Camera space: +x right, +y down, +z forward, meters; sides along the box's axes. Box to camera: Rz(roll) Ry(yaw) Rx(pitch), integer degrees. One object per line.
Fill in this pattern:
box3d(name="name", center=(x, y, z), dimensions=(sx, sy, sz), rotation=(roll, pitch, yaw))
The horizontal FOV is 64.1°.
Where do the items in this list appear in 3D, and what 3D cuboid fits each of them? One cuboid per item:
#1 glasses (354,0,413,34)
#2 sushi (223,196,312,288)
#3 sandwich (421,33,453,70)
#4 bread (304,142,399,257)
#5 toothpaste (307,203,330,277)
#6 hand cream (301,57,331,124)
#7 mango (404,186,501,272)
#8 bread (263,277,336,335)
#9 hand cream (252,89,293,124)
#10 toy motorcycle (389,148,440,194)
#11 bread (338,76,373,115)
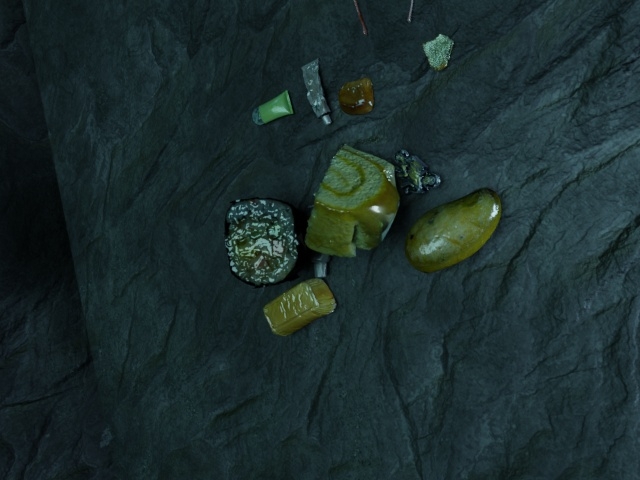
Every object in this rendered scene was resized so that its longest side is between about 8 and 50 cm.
box3d(name="glasses", center=(0.206, -0.850, 1.714), dimensions=(0.234, 0.118, 0.268), rotation=(-3, 113, 31))
box3d(name="sushi", center=(-0.166, 0.003, 1.896), dimensions=(0.329, 0.285, 0.327), rotation=(-12, 84, 19))
box3d(name="sandwich", center=(0.380, -0.596, 1.621), dimensions=(0.093, 0.036, 0.104), rotation=(-20, 84, 32))
box3d(name="bread", center=(0.129, -0.135, 1.680), dimensions=(0.264, 0.395, 0.239), rotation=(17, 135, 10))
box3d(name="toothpaste", center=(-0.002, 0.000, 1.914), dimensions=(0.099, 0.068, 0.282), rotation=(0, 84, 3))
box3d(name="hand cream", center=(-0.012, -0.542, 1.877), dimensions=(0.084, 0.050, 0.256), rotation=(-21, 80, 35))
box3d(name="mango", center=(0.412, -0.026, 1.587), dimensions=(0.330, 0.175, 0.176), rotation=(-27, 111, 12))
box3d(name="bread", center=(-0.088, 0.257, 1.952), dimensions=(0.288, 0.119, 0.152), rotation=(-34, 73, 29))
box3d(name="hand cream", center=(-0.188, -0.508, 1.995), dimensions=(0.175, 0.046, 0.095), rotation=(-17, 84, 26))
box3d(name="toy motorcycle", center=(0.300, -0.212, 1.694), dimensions=(0.193, 0.061, 0.124), rotation=(43, 122, 23))
box3d(name="bread", center=(0.122, -0.505, 1.794), dimensions=(0.129, 0.044, 0.126), rotation=(-1, 92, 36))
